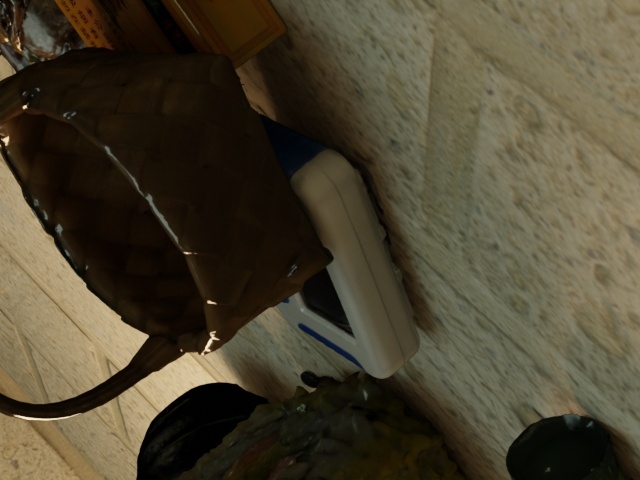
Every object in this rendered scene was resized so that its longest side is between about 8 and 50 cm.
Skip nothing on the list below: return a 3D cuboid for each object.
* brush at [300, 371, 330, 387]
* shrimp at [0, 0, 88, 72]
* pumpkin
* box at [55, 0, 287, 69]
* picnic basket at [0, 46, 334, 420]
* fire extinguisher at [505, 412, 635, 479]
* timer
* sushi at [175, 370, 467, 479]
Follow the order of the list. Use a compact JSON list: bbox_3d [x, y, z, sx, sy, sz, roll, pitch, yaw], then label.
[{"bbox_3d":[-0.005,0.164,1.884,0.024,0.008,0.083,56,159,-8],"label":"brush"},{"bbox_3d":[-0.337,-0.276,1.698,0.343,0.116,0.145,51,146,1],"label":"shrimp"},{"bbox_3d":[-0.131,0.348,2.047,0.296,0.296,0.296,43,159,22],"label":"pumpkin"},{"bbox_3d":[-0.150,-0.216,1.450,0.174,0.076,0.274,54,160,-10],"label":"box"},{"bbox_3d":[-0.211,-0.001,1.378,0.337,0.337,0.293,14,137,59],"label":"picnic basket"},{"bbox_3d":[0.255,0.290,1.416,0.093,0.118,0.294,-94,-20,-58],"label":"fire extinguisher"},{"bbox_3d":[0.000,0.000,1.493,0.178,0.078,0.253,29,150,44],"label":"timer"},{"bbox_3d":[-0.030,0.327,1.710,0.240,0.351,0.396,56,156,-8],"label":"sushi"}]
